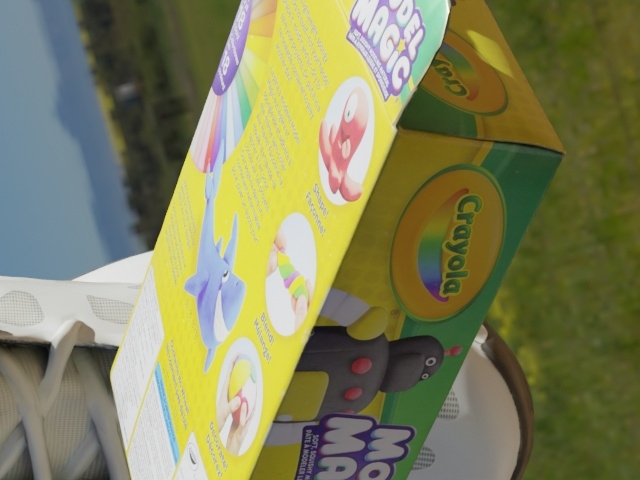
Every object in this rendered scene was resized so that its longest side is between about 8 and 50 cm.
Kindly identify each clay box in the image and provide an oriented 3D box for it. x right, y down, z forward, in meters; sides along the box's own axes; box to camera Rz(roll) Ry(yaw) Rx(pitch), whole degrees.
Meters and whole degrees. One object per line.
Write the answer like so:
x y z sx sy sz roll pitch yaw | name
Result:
0.000 0.000 0.562 0.127 0.053 0.222 -109 35 -49 | clay box

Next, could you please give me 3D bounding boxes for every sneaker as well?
-0.133 0.094 0.844 0.257 0.448 0.169 -60 -26 -79 | sneaker
